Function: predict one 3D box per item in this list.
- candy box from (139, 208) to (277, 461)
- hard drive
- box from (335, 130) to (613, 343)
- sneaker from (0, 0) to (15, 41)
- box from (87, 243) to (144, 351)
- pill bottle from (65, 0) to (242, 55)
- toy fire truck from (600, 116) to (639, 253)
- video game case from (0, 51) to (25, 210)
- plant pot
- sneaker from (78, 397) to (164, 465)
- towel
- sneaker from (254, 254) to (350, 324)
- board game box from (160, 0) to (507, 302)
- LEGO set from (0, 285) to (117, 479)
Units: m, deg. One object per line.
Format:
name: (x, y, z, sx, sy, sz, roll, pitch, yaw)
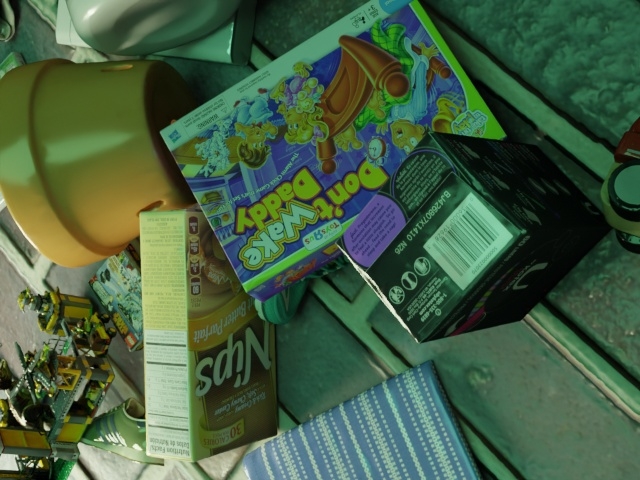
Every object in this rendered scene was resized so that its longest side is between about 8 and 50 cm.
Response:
candy box: (-0.145, 0.117, 1.353, 0.087, 0.183, 0.317, -2, 91, 34)
hard drive: (-0.240, -0.387, 1.478, 0.353, 0.047, 0.233, 13, 99, 32)
box: (0.172, -0.005, 1.085, 0.143, 0.270, 0.165, 50, 117, 21)
sneaker: (-0.598, -0.358, 1.692, 0.226, 0.086, 0.163, -49, 64, 24)
box: (-0.287, 0.086, 1.539, 0.094, 0.027, 0.137, -45, 68, 25)
pill bottle: (-0.261, -0.469, 1.324, 0.229, 0.229, 0.408, -26, 77, 31)
toy fire truck: (0.420, -0.099, 1.011, 0.217, 0.158, 0.246, 21, 76, 28)
video game case: (-0.529, -0.173, 1.691, 0.212, 0.023, 0.193, -36, 73, 29)
plant pot: (-0.282, -0.126, 1.397, 0.203, 0.291, 0.291, -14, 84, 16)
sneaker: (-0.296, 0.279, 1.539, 0.192, 0.064, 0.086, 7, 81, 38)
towel: (0.060, 0.331, 1.321, 0.336, 0.040, 0.243, -32, 73, 28)
sneaker: (0.000, 0.000, 1.306, 0.110, 0.107, 0.275, 35, 110, 18)
board game box: (0.015, -0.117, 1.218, 0.347, 0.078, 0.233, -31, 73, 4)
LEGO set: (-0.463, 0.228, 1.526, 0.331, 0.192, 0.255, -55, 42, 26)
